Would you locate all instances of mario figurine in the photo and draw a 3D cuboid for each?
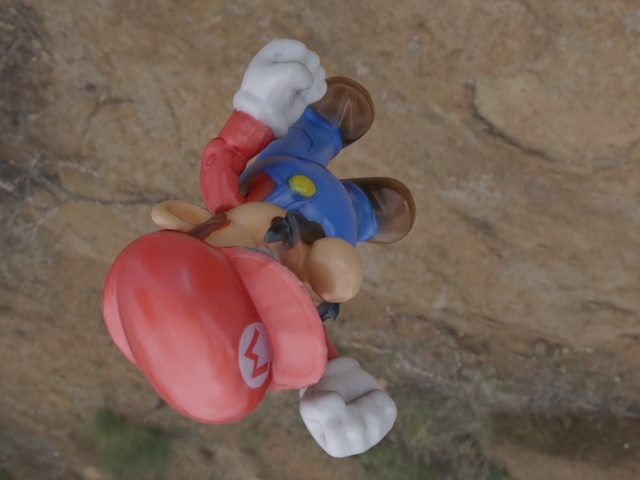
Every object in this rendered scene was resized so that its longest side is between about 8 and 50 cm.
[{"bbox_3d":[0.000,0.000,0.668,0.198,0.320,0.170,33,122,1],"label":"mario figurine"}]
